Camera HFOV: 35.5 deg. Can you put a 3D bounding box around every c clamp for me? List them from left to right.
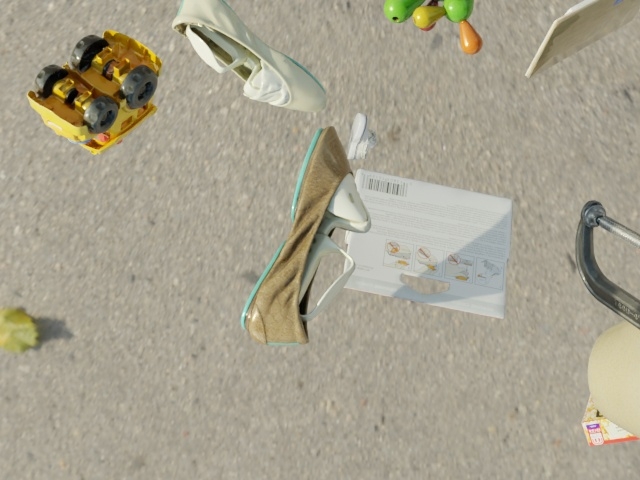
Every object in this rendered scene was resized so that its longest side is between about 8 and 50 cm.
[{"bbox_3d":[0.256,0.015,0.807,0.022,0.161,0.137,-23,117,-17],"label":"c clamp"}]

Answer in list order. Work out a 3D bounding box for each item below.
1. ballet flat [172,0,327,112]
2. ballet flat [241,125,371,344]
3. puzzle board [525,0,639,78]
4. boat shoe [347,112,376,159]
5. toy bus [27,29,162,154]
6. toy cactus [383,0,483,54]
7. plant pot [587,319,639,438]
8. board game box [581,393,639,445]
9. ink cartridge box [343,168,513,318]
[{"bbox_3d":[-0.104,-0.247,1.404,0.248,0.086,0.086,39,113,-8],"label":"ballet flat"},{"bbox_3d":[0.000,0.000,1.457,0.124,0.342,0.116,17,163,16],"label":"ballet flat"},{"bbox_3d":[0.248,-0.201,0.906,0.128,0.096,0.011,-30,74,-14],"label":"puzzle board"},{"bbox_3d":[0.059,-0.138,1.343,0.035,0.035,0.100,5,152,-5],"label":"boat shoe"},{"bbox_3d":[-0.397,-0.232,1.786,0.149,0.220,0.211,34,147,15],"label":"toy bus"},{"bbox_3d":[0.172,-0.271,0.976,0.219,0.180,0.112,-36,95,30],"label":"toy cactus"},{"bbox_3d":[0.458,0.159,1.163,0.274,0.256,0.256,-7,126,55],"label":"plant pot"},{"bbox_3d":[0.510,0.247,1.532,0.194,0.147,0.045,-14,104,28],"label":"board game box"},{"bbox_3d":[0.178,0.013,1.665,0.275,0.238,0.060,11,149,-2],"label":"ink cartridge box"}]
